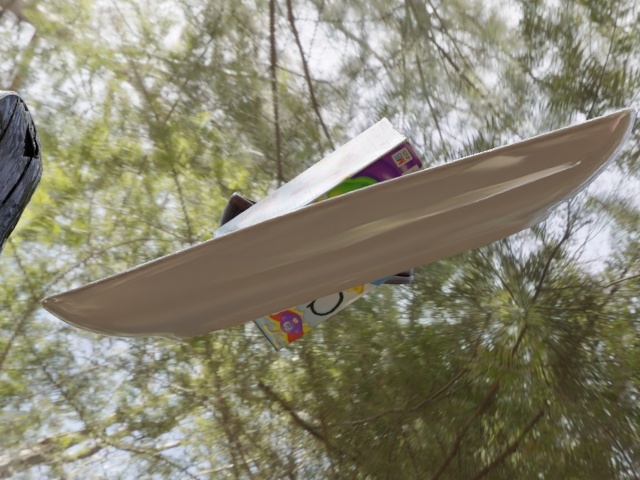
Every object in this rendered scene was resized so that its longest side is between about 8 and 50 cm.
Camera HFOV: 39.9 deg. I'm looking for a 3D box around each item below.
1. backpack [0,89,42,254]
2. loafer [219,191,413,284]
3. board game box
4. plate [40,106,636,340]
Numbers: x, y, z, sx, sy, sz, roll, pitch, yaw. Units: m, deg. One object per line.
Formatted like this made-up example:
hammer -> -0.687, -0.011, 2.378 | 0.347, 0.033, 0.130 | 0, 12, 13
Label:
backpack -> -0.510, -0.096, 1.250 | 0.191, 0.225, 0.253 | 13, -130, 13
loafer -> 0.000, 0.000, 1.293 | 0.302, 0.109, 0.095 | 10, -88, -12
board game box -> 0.016, -0.011, 1.115 | 0.275, 0.144, 0.142 | -33, -71, 5
plate -> 0.014, -0.002, 0.511 | 0.278, 0.277, 0.045 | -18, -90, 1
